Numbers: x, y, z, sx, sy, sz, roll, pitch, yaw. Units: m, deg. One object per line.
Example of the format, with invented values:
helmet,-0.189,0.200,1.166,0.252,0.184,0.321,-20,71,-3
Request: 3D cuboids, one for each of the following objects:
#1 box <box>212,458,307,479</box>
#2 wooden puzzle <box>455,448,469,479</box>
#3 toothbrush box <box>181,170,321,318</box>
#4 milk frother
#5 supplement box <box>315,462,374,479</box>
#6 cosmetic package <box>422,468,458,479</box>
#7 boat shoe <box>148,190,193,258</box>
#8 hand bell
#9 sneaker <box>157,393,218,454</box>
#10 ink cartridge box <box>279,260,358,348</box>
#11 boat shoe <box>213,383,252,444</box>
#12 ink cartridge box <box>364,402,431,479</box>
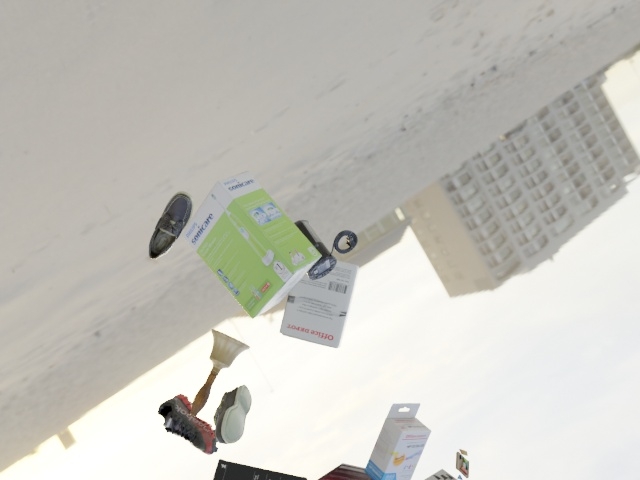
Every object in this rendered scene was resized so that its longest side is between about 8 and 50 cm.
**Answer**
box,-0.141,0.574,1.299,0.103,0.184,0.261,96,8,-52
wooden puzzle,0.485,0.762,2.321,0.014,0.078,0.116,-26,-139,34
toothbrush box,-0.170,0.010,1.649,0.122,0.283,0.206,-31,165,-52
milk frother,0.000,0.000,1.715,0.143,0.135,0.129,-22,149,-25
supplement box,0.044,0.588,1.550,0.130,0.073,0.239,1,-177,33
cosmetic package,0.368,0.866,2.317,0.239,0.060,0.099,-15,-154,-38
boat shoe,-0.295,-0.025,1.345,0.152,0.056,0.049,-61,-168,22
hand bell,-0.309,0.389,1.958,0.242,0.126,0.126,-65,-166,-15
sneaker,-0.464,0.642,2.351,0.135,0.276,0.098,2,120,-51
ink cartridge box,-0.002,0.205,2.334,0.211,0.289,0.121,14,173,8
boat shoe,-0.234,0.451,1.747,0.068,0.081,0.228,-20,-166,13
ink cartridge box,0.185,0.469,1.576,0.104,0.181,0.061,11,-166,-40
